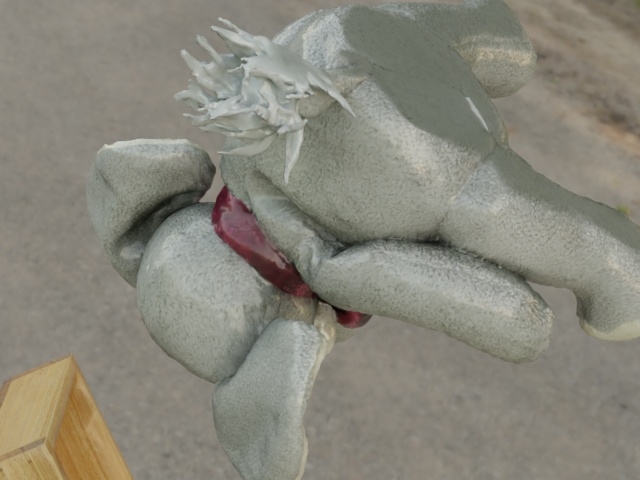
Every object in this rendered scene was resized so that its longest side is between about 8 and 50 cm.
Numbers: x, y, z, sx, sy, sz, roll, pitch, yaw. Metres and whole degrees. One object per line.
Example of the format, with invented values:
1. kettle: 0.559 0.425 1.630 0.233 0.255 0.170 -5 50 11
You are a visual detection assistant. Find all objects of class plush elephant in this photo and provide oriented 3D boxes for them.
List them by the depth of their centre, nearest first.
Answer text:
1. plush elephant: 0.000 0.000 0.766 0.330 0.255 0.272 4 48 -43

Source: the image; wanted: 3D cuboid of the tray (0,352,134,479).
1. tray: -0.167 0.319 1.066 0.076 0.411 0.203 -22 15 0
